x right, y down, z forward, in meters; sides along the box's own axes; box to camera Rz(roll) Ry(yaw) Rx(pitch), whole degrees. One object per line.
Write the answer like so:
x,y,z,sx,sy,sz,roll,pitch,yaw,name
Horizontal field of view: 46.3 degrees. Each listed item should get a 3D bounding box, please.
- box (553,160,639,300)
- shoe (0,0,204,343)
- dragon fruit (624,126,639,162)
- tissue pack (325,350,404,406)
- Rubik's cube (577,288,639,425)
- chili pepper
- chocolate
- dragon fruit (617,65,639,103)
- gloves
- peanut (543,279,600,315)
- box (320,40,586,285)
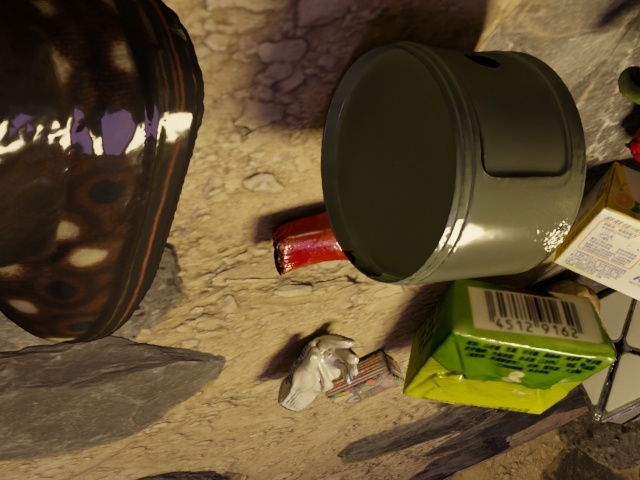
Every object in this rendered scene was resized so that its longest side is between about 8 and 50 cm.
0.519,0.012,1.141,0.265,0.097,0.168,23,146,4,box
-0.254,-0.031,0.603,0.237,0.171,0.384,-10,150,-34,shoe
0.491,-0.154,1.010,0.127,0.120,0.161,-61,-178,-6,dragon fruit
0.087,0.290,1.551,0.148,0.060,0.108,-26,154,12,tissue pack
0.710,0.255,1.702,0.254,0.260,0.259,-32,153,23,Rubik's cube
0.000,0.000,0.954,0.123,0.070,0.073,-11,108,-9,chili pepper
0.331,0.199,1.383,0.300,0.137,0.289,10,146,-7,chocolate
0.468,-0.208,0.753,0.273,0.198,0.218,-53,171,28,dragon fruit
-0.005,0.231,1.343,0.119,0.097,0.229,-3,153,-39,gloves
0.489,0.157,1.509,0.129,0.129,0.224,-17,147,-6,peanut
0.118,-0.072,0.725,0.149,0.226,0.226,-4,149,-30,box
